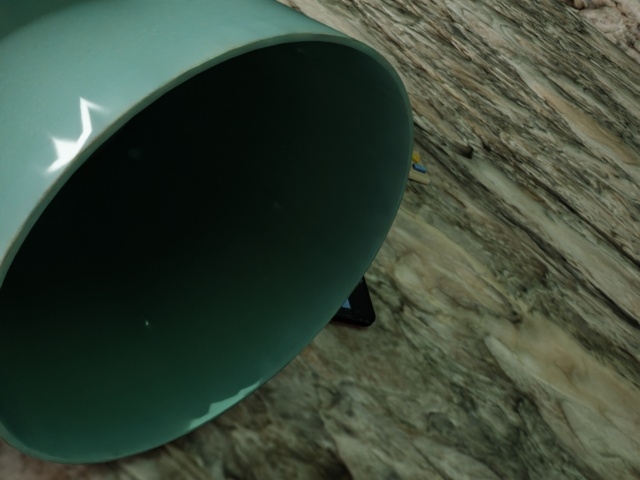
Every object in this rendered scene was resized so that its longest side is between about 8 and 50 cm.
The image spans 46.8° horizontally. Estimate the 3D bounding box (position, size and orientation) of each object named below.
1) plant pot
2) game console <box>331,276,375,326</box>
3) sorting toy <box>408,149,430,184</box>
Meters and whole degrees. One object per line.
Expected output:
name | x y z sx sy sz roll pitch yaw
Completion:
plant pot | -0.126 -0.048 0.477 0.235 0.293 0.293 41 32 29
game console | 0.000 0.000 0.690 0.144 0.085 0.124 15 41 -30
sorting toy | 0.105 -0.108 0.967 0.083 0.012 0.062 17 41 -28
